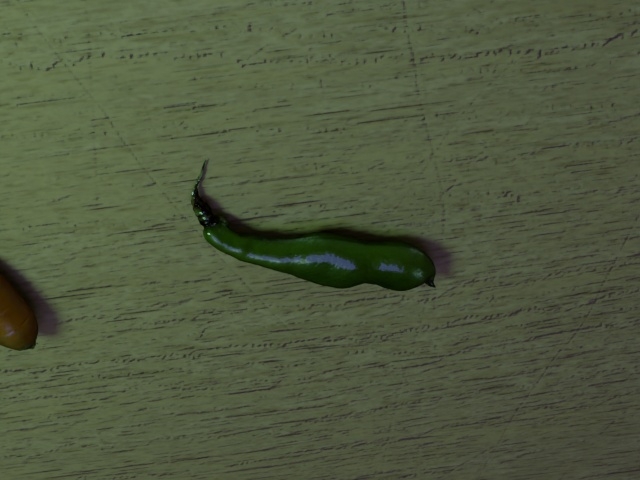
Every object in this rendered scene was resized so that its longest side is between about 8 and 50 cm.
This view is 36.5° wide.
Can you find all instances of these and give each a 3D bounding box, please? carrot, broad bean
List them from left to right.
[{"bbox_3d":[-0.415,0.037,1.109,0.062,0.066,0.271,-52,126,-20],"label":"carrot"},{"bbox_3d":[-0.005,0.008,1.126,0.318,0.056,0.098,20,126,-19],"label":"broad bean"}]
